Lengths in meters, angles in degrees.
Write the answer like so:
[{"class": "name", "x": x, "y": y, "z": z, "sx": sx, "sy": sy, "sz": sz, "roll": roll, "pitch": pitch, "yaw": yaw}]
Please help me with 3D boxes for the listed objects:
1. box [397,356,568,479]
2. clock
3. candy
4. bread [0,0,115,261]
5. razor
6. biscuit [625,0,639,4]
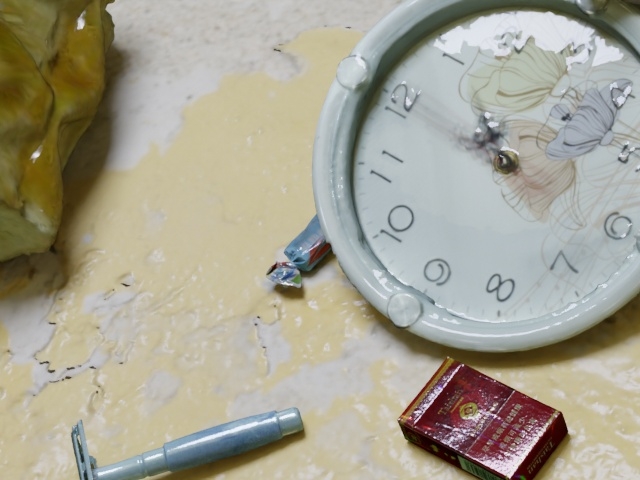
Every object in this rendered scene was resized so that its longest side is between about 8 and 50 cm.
[{"class": "box", "x": 0.091, "y": 0.104, "z": 1.084, "sx": 0.082, "sy": 0.023, "sz": 0.051, "roll": 25, "pitch": 63, "yaw": 34}, {"class": "clock", "x": 0.112, "y": -0.046, "z": 1.151, "sx": 0.236, "sy": 0.053, "sz": 0.236, "roll": -5, "pitch": 77, "yaw": 20}, {"class": "candy", "x": 0.000, "y": 0.000, "z": 1.207, "sx": 0.083, "sy": 0.020, "sz": 0.030, "roll": -43, "pitch": 51, "yaw": -19}, {"class": "bread", "x": -0.259, "y": -0.107, "z": 1.276, "sx": 0.196, "sy": 0.238, "sz": 0.252, "roll": -32, "pitch": 43, "yaw": 43}, {"class": "razor", "x": -0.076, "y": 0.122, "z": 1.126, "sx": 0.135, "sy": 0.040, "sz": 0.068, "roll": -18, "pitch": 48, "yaw": -1}, {"class": "biscuit", "x": 0.275, "y": -0.164, "z": 1.168, "sx": 0.290, "sy": 0.038, "sz": 0.141, "roll": 10, "pitch": 34, "yaw": -8}]
